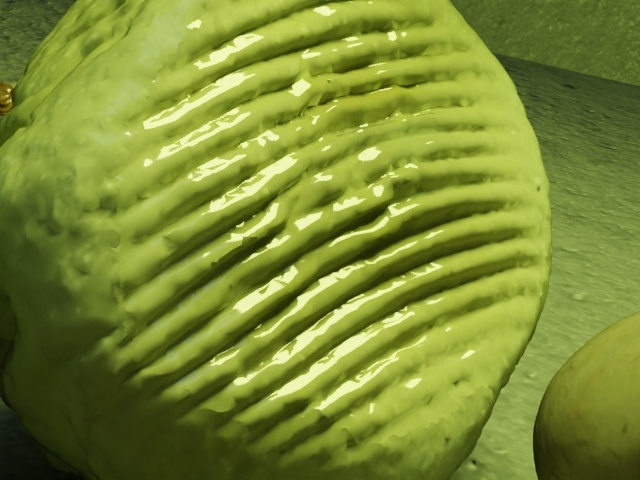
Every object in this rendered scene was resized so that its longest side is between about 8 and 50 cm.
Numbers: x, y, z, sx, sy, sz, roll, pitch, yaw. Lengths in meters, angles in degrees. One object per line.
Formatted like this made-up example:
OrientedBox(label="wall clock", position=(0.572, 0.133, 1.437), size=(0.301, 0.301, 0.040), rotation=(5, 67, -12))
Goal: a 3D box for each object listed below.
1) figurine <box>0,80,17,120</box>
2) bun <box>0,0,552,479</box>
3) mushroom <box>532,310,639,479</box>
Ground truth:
OrientedBox(label="figurine", position=(-0.340, -0.153, 1.256), size=(0.101, 0.068, 0.143), rotation=(20, 9, 16))
OrientedBox(label="bun", position=(-0.042, -0.007, 0.608), size=(0.349, 0.352, 0.227), rotation=(-20, 2, -38))
OrientedBox(label="mushroom", position=(0.227, 0.133, 0.584), size=(0.204, 0.204, 0.204), rotation=(9, 19, -3))
